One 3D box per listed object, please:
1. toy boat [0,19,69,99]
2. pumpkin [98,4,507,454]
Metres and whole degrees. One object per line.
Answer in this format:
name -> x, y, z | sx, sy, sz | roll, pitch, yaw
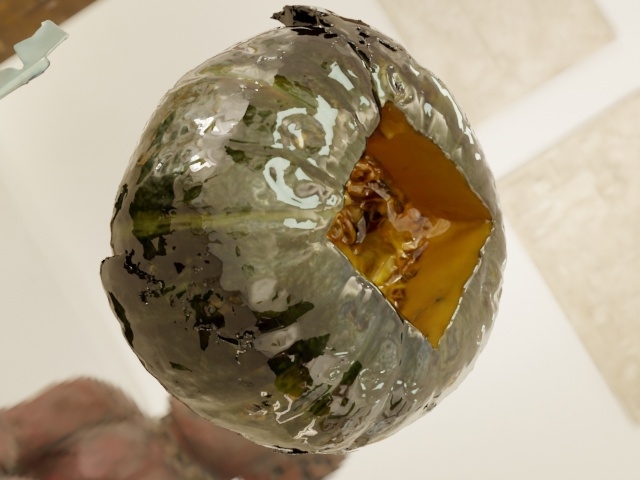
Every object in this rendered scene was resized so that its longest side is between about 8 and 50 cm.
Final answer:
toy boat -> -0.284, -0.056, 1.052 | 0.067, 0.291, 0.220 | 48, 7, -23
pumpkin -> 0.000, 0.000, 1.165 | 0.320, 0.192, 0.320 | 5, 83, -46
